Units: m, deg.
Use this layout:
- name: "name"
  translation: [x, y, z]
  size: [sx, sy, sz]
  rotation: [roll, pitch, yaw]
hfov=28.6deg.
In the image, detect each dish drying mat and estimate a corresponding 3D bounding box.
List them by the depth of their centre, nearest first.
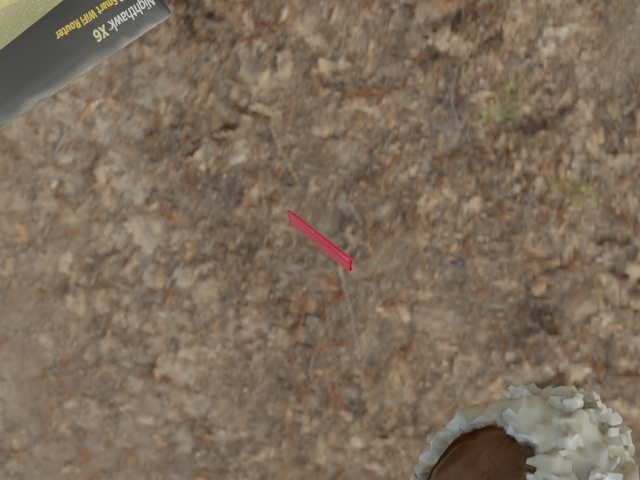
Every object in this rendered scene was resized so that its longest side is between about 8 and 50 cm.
- name: "dish drying mat"
  translation: [0.000, 0.000, 1.265]
  size: [0.083, 0.008, 0.032]
  rotation: [39, 166, 19]

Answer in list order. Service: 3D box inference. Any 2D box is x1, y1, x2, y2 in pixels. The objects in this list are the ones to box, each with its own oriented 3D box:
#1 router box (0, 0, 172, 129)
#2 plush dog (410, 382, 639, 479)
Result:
- name: "router box"
  translation: [-0.281, -0.202, 0.924]
  size: [0.081, 0.309, 0.243]
  rotation: [-15, 112, 41]
- name: "plush dog"
  translation: [0.168, 0.186, 0.454]
  size: [0.225, 0.263, 0.210]
  rotation: [-13, 151, 28]
